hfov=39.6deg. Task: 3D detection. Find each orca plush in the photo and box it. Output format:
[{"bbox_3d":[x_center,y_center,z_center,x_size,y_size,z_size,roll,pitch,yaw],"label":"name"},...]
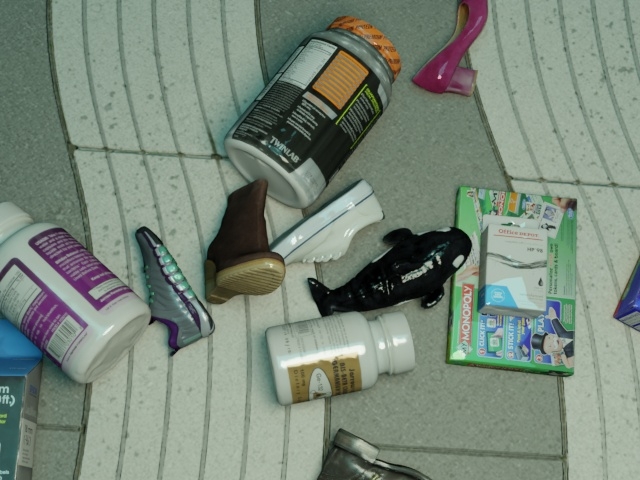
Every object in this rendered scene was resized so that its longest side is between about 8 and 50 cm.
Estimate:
[{"bbox_3d":[0.117,0.041,1.497,0.287,0.102,0.151,-10,70,6],"label":"orca plush"}]

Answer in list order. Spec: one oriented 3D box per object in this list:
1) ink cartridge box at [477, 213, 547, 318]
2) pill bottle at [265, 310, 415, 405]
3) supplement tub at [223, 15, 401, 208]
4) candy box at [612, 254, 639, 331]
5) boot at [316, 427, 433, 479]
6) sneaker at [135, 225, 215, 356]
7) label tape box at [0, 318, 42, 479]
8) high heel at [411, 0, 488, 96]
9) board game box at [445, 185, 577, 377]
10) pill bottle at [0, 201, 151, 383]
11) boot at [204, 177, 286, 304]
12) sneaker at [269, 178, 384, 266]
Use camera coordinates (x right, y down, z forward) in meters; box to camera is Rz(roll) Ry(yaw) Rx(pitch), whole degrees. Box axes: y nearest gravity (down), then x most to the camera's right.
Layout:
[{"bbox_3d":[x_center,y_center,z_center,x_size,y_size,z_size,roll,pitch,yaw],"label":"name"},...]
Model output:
[{"bbox_3d":[0.326,0.035,1.506,0.104,0.060,0.180,6,72,0],"label":"ink cartridge box"},{"bbox_3d":[0.032,0.186,1.454,0.229,0.131,0.131,-10,73,-6],"label":"pill bottle"},{"bbox_3d":[-0.006,-0.228,1.553,0.194,0.193,0.316,35,74,8],"label":"supplement tub"},{"bbox_3d":[0.708,0.086,1.526,0.317,0.122,0.268,29,74,5],"label":"candy box"},{"bbox_3d":[0.070,0.449,1.405,0.263,0.091,0.229,28,78,10],"label":"boot"},{"bbox_3d":[-0.273,0.083,1.500,0.098,0.083,0.223,-33,77,-7],"label":"sneaker"},{"bbox_3d":[-0.580,0.276,1.408,0.241,0.106,0.333,0,72,-3],"label":"label tape box"},{"bbox_3d":[0.244,-0.392,1.679,0.117,0.082,0.244,11,85,-9],"label":"high heel"},{"bbox_3d":[0.336,0.068,1.552,0.214,0.046,0.317,7,72,0],"label":"board game box"},{"bbox_3d":[-0.438,0.077,1.447,0.301,0.169,0.169,41,75,10],"label":"pill bottle"},{"bbox_3d":[-0.119,-0.012,1.458,0.090,0.248,0.206,21,68,-26],"label":"boot"},{"bbox_3d":[0.000,0.000,1.535,0.258,0.094,0.091,-35,97,-4],"label":"sneaker"}]
